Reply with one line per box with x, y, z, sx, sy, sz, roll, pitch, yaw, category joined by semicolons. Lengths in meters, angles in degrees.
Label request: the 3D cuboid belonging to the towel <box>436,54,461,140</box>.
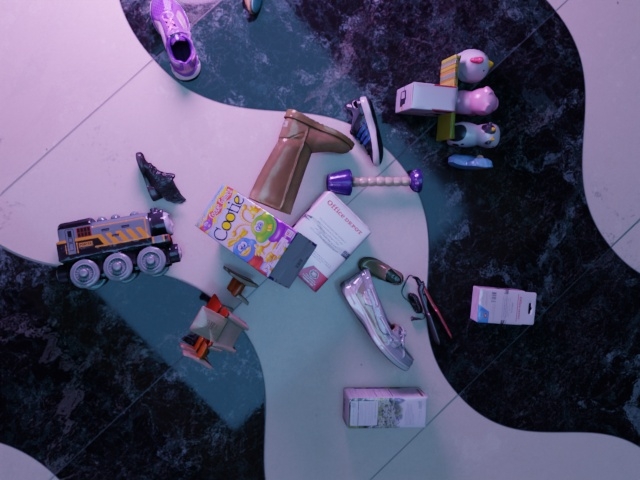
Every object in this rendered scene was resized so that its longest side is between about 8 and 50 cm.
0.369;-0.409;1.859;0.021;0.102;0.237;3;94;-13;towel

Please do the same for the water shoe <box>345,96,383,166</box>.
0.128;-0.310;1.859;0.080;0.073;0.203;-10;96;19;water shoe

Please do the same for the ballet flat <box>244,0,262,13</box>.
-0.186;-0.744;1.785;0.073;0.080;0.232;13;89;19;ballet flat

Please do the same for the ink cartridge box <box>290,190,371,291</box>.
0.000;0.000;1.832;0.172;0.100;0.237;43;88;-8;ink cartridge box

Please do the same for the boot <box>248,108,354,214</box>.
-0.052;-0.200;1.799;0.236;0.089;0.270;22;87;-22;boot

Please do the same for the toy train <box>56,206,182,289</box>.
-0.552;0.021;1.744;0.333;0.142;0.190;-11;85;-7;toy train

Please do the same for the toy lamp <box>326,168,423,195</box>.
0.155;-0.169;1.855;0.274;0.080;0.080;-2;94;-7;toy lamp

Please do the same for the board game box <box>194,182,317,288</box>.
-0.173;-0.013;1.720;0.275;0.142;0.144;32;88;27;board game box

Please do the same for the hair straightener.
0.306;0.209;1.916;0.089;0.047;0.230;-27;97;-6;hair straightener

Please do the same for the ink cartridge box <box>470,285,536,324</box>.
0.552;0.197;1.943;0.180;0.060;0.104;5;92;-8;ink cartridge box

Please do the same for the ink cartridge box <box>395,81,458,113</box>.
0.296;-0.395;1.813;0.127;0.175;0.072;3;96;-8;ink cartridge box

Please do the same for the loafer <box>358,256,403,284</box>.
0.182;0.090;1.889;0.148;0.050;0.056;20;90;-9;loafer

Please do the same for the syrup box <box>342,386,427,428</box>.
0.189;0.491;1.892;0.236;0.096;0.093;1;95;-9;syrup box

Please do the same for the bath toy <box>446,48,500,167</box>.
0.449;-0.383;1.860;0.151;0.129;0.348;0;93;-8;bath toy

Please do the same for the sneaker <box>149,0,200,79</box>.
-0.393;-0.559;1.741;0.095;0.104;0.236;-21;95;-5;sneaker

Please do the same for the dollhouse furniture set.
-0.287;0.205;1.726;0.135;0.259;0.262;30;87;-18;dollhouse furniture set

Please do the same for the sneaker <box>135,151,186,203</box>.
-0.444;-0.175;1.786;0.089;0.051;0.170;-20;101;-7;sneaker

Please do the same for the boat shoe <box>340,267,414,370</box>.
0.181;0.234;1.863;0.103;0.118;0.320;-34;91;7;boat shoe
